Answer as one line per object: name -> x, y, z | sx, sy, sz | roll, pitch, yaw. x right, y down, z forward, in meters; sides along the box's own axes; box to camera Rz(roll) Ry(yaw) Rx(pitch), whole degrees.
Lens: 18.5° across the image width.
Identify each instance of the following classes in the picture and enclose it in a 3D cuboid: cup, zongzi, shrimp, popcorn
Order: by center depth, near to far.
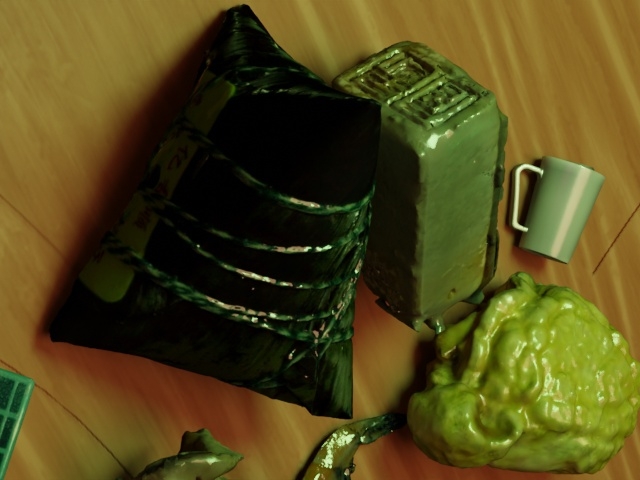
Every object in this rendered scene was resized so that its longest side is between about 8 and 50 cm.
zongzi -> -0.042, -0.026, 1.811 | 0.319, 0.362, 0.383 | 11, 93, -22
shrimp -> 0.078, 0.296, 2.154 | 0.262, 0.051, 0.198 | 36, 74, -34
popcorn -> 0.230, 0.146, 2.183 | 0.286, 0.174, 0.225 | 9, 77, -34
cup -> 0.259, -0.042, 2.242 | 0.104, 0.074, 0.116 | 21, 89, -16

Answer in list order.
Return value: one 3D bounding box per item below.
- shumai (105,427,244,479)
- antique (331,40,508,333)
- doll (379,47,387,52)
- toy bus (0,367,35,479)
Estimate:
shumai -> -0.113, 0.321, 1.858 | 0.262, 0.267, 0.314 | 47, 62, -37
antique -> 0.103, -0.040, 1.965 | 0.125, 0.150, 0.284 | -30, 134, -26
doll -> 0.106, -0.109, 2.080 | 0.221, 0.115, 0.105 | 53, 55, -39
toy bus -> -0.360, 0.218, 1.731 | 0.147, 0.128, 0.256 | 23, 81, -41
